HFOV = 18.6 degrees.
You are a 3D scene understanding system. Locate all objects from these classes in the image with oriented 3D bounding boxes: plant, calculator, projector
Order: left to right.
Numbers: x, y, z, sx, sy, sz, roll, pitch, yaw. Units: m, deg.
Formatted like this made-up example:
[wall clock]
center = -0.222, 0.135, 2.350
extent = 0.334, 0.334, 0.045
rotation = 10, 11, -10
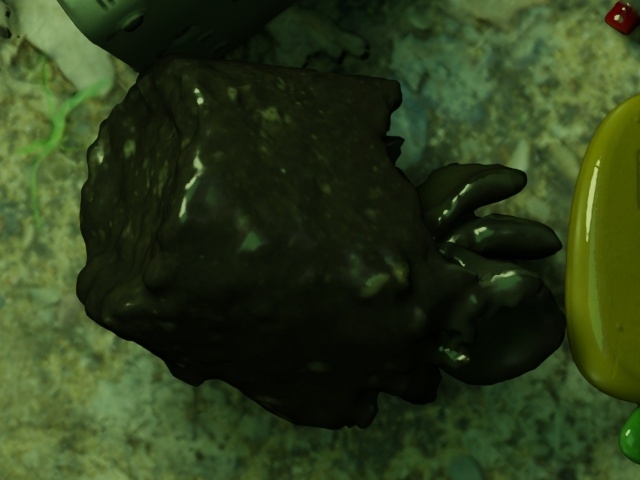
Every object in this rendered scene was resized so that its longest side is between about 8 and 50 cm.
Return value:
[projector]
center = -0.065, -0.196, 1.192
extent = 0.198, 0.250, 0.108
rotation = -36, 84, 4
[plant]
center = 0.000, 0.000, 1.189
extent = 0.276, 0.199, 0.188
rotation = 19, 48, -24
[calculator]
center = 0.218, 0.023, 1.218
extent = 0.146, 0.032, 0.235
rotation = 3, 84, -27

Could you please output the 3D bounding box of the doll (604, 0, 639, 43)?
[doll]
center = 0.253, -0.210, 1.248
extent = 0.104, 0.062, 0.195
rotation = 35, 100, 25
